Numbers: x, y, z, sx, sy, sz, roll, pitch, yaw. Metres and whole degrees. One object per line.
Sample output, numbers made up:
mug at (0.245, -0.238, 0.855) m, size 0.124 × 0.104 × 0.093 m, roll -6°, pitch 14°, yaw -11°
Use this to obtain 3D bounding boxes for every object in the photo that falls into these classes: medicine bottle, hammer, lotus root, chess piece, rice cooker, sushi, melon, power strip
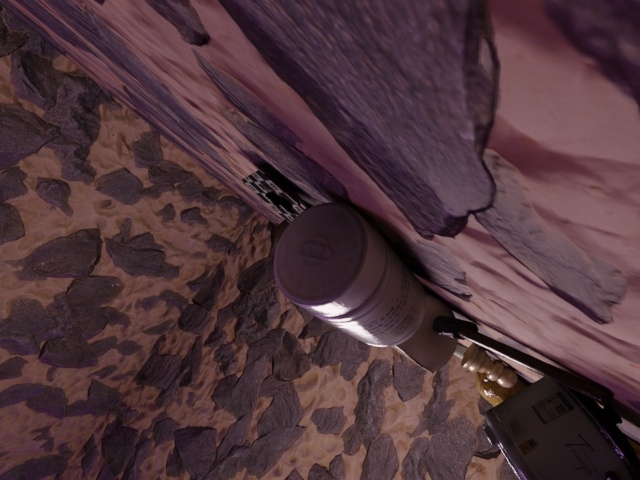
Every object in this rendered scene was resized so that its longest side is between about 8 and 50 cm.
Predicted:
medicine bottle at (0.069, 0.080, 0.798) m, size 0.189 × 0.190 × 0.332 m, roll 33°, pitch 175°, yaw 38°
hammer at (0.384, 0.226, 0.832) m, size 0.111 × 0.044 × 0.365 m, roll 17°, pitch 180°, yaw -27°
lotus root at (0.672, 0.548, 1.500) m, size 0.284 × 0.146 × 0.160 m, roll 45°, pitch -167°, yaw -22°
chess piece at (0.561, 0.416, 1.369) m, size 0.170 × 0.094 × 0.094 m, roll 28°, pitch 175°, yaw 10°
rice cooker at (0.466, 0.390, 0.801) m, size 0.241 × 0.227 × 0.280 m, roll 53°, pitch -173°, yaw -13°
sushi at (-0.091, -0.110, 1.003) m, size 0.192 × 0.040 × 0.210 m, roll 40°, pitch 167°, yaw -15°
melon at (-0.103, -0.011, 1.609) m, size 0.192 × 0.139 × 0.139 m, roll 36°, pitch 176°, yaw 22°
power strip at (0.656, 0.516, 1.856) m, size 0.098 × 0.058 × 0.338 m, roll 36°, pitch 177°, yaw 5°

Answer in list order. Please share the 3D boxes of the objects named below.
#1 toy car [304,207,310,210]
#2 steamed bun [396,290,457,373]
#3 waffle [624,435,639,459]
toy car at (0.018, -0.015, 1.059) m, size 0.216 × 0.063 × 0.103 m, roll 53°, pitch -177°, yaw 39°
steamed bun at (0.234, 0.205, 1.043) m, size 0.241 × 0.164 × 0.146 m, roll 41°, pitch 172°, yaw -28°
waffle at (0.751, 0.510, 1.058) m, size 0.102 × 0.042 × 0.148 m, roll 37°, pitch 176°, yaw -34°
